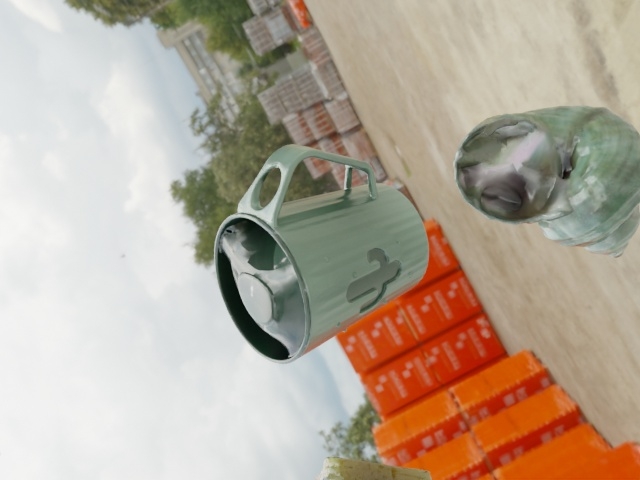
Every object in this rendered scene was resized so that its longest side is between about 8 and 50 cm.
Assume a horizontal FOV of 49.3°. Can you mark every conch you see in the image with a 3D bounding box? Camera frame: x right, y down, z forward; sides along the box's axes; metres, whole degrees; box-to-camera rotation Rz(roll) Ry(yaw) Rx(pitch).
[{"bbox_3d":[0.320,-0.081,0.921,0.277,0.220,0.195,43,167,-15],"label":"conch"}]

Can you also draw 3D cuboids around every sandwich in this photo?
[{"bbox_3d":[0.113,0.566,1.591,0.226,0.251,0.087,104,175,-57],"label":"sandwich"}]

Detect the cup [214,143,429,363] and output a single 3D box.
[{"bbox_3d":[0.014,0.018,1.438,0.310,0.392,0.401,48,139,26],"label":"cup"}]
